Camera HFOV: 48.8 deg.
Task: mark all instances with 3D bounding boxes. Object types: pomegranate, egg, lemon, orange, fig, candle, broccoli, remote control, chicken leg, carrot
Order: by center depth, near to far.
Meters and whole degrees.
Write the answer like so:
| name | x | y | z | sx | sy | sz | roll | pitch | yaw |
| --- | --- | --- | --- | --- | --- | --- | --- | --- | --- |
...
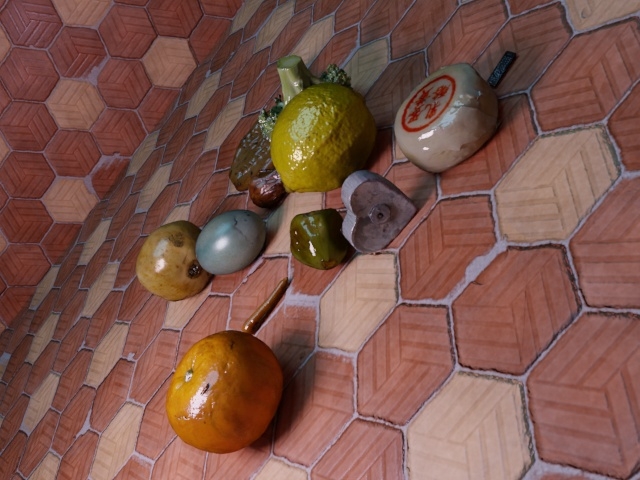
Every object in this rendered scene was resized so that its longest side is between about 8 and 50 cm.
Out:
| name | x | y | z | sx | sy | sz | roll | pitch | yaw |
| --- | --- | --- | --- | --- | --- | --- | --- | --- | --- |
| candle | 0.132 | -0.069 | 1.599 | 0.169 | 0.192 | 0.068 | -12 | 31 | -12 |
| orange | -0.216 | 0.344 | 1.608 | 0.284 | 0.226 | 0.283 | -37 | 30 | 26 |
| remote control | 0.415 | -0.391 | 1.616 | 0.034 | 0.016 | 0.091 | 35 | 91 | 44 |
| fig | 0.000 | 0.000 | 1.715 | 0.154 | 0.144 | 0.165 | -38 | 52 | 2 |
| lemon | 0.003 | -0.262 | 1.846 | 0.321 | 0.268 | 0.268 | -58 | 30 | -4 |
| carrot | -0.140 | 0.173 | 1.860 | 0.190 | 0.037 | 0.037 | -50 | 30 | 3 |
| egg | -0.261 | 0.004 | 2.058 | 0.236 | 0.169 | 0.169 | -41 | 33 | 27 |
| broccoli | -0.035 | -0.400 | 2.073 | 0.288 | 0.235 | 0.259 | -56 | -12 | -28 |
| chicken leg | -0.107 | -0.197 | 2.092 | 0.304 | 0.113 | 0.093 | -34 | 2 | 33 |
| pomegranate | -0.454 | 0.063 | 2.215 | 0.260 | 0.260 | 0.260 | -36 | 36 | 31 |

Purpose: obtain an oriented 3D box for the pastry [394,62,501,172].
| name | x | y | z | sx | sy | sz | roll | pitch | yaw |
| --- | --- | --- | --- | --- | --- | --- | --- | --- | --- |
| pastry | 0.280 | -0.279 | 1.594 | 0.265 | 0.133 | 0.264 | -37 | 31 | 27 |

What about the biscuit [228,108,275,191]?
| name | x | y | z | sx | sy | sz | roll | pitch | yaw |
| --- | --- | --- | --- | --- | --- | --- | --- | --- | --- |
| biscuit | -0.198 | -0.322 | 2.412 | 0.359 | 0.046 | 0.359 | -36 | 36 | 32 |
